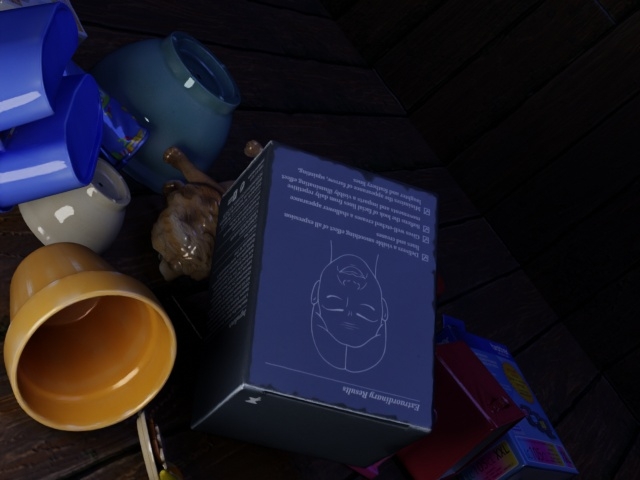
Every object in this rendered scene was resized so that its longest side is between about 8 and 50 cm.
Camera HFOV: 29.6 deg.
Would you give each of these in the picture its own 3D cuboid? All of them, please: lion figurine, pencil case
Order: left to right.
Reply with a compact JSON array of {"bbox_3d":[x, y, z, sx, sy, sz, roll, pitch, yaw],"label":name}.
[{"bbox_3d":[-0.417,-0.226,1.935,0.306,0.119,0.133,42,26,-22],"label":"pencil case"},{"bbox_3d":[-0.124,-0.055,2.042,0.392,0.142,0.240,-14,45,-32],"label":"lion figurine"}]

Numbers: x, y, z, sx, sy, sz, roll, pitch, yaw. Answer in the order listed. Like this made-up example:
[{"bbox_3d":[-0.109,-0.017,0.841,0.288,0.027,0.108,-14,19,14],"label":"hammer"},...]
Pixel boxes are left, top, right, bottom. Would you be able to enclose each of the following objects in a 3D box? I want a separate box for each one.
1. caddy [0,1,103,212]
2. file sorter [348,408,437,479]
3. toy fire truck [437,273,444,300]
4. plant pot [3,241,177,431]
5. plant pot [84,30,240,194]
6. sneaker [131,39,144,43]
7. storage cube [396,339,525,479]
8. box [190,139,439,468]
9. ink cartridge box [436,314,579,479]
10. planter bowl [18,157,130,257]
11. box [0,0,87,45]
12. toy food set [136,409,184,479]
[{"bbox_3d":[-0.427,-0.189,1.690,0.341,0.179,0.241,-93,172,-58],"label":"caddy"},{"bbox_3d":[0.062,0.215,2.089,0.202,0.182,0.291,36,25,-32],"label":"file sorter"},{"bbox_3d":[0.090,0.082,2.459,0.253,0.169,0.302,6,43,-29],"label":"toy fire truck"},{"bbox_3d":[-0.308,0.103,1.525,0.205,0.205,0.188,33,10,-39],"label":"plant pot"},{"bbox_3d":[-0.269,-0.251,2.181,0.293,0.196,0.293,43,21,-21],"label":"plant pot"},{"bbox_3d":[-0.283,-0.312,2.419,0.221,0.087,0.128,55,22,8],"label":"sneaker"},{"bbox_3d":[0.229,0.316,2.235,0.193,0.215,0.183,51,20,18],"label":"storage cube"},{"bbox_3d":[-0.001,0.100,1.797,0.293,0.212,0.396,17,59,-20],"label":"box"},{"bbox_3d":[0.334,0.342,2.499,0.270,0.151,0.395,21,33,-53],"label":"ink cartridge box"},{"bbox_3d":[-0.352,-0.058,1.800,0.162,0.109,0.162,43,22,-22],"label":"planter bowl"},{"bbox_3d":[-0.509,-0.376,2.025,0.203,0.103,0.114,16,40,-57],"label":"box"},{"bbox_3d":[-0.203,0.277,1.549,0.132,0.038,0.192,83,-10,-47],"label":"toy food set"}]
